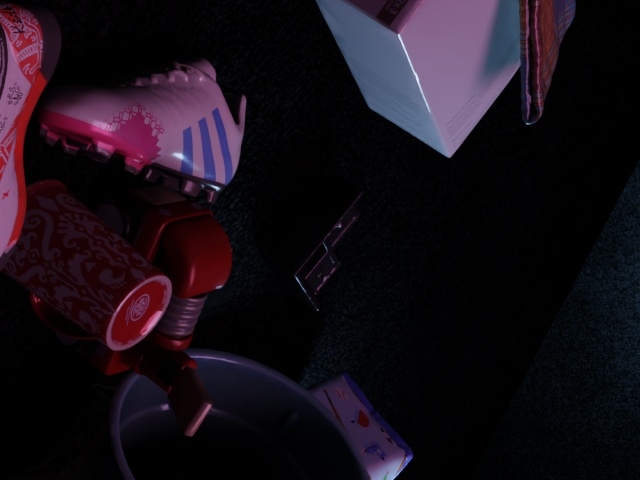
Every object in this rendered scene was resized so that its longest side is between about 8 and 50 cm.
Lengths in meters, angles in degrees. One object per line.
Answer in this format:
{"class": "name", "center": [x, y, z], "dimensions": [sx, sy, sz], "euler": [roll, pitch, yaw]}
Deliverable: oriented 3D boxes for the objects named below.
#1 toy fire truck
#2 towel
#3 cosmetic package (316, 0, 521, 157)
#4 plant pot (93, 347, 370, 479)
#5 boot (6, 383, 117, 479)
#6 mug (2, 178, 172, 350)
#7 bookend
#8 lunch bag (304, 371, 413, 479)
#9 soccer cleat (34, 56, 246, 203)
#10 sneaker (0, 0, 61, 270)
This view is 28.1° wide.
{"class": "toy fire truck", "center": [-0.168, 0.085, 1.418], "dimensions": [0.158, 0.246, 0.217], "euler": [-14, 135, -58]}
{"class": "towel", "center": [0.307, -0.353, 1.724], "dimensions": [0.370, 0.040, 0.271], "euler": [-64, 151, -55]}
{"class": "cosmetic package", "center": [0.140, -0.289, 1.631], "dimensions": [0.217, 0.156, 0.385], "euler": [-52, 156, -8]}
{"class": "plant pot", "center": [-0.160, 0.371, 1.579], "dimensions": [0.341, 0.341, 0.334], "euler": [-21, 148, -53]}
{"class": "boot", "center": [-0.311, 0.264, 1.607], "dimensions": [0.165, 0.077, 0.213], "euler": [-59, 162, 12]}
{"class": "mug", "center": [-0.239, 0.036, 1.313], "dimensions": [0.113, 0.169, 0.150], "euler": [-47, 156, -19]}
{"class": "bookend", "center": [0.000, 0.000, 1.855], "dimensions": [0.156, 0.072, 0.157], "euler": [-51, 157, -11]}
{"class": "lunch bag", "center": [-0.080, 0.443, 2.119], "dimensions": [0.385, 0.239, 0.328], "euler": [-47, 162, 25]}
{"class": "soccer cleat", "center": [-0.176, -0.136, 1.308], "dimensions": [0.331, 0.116, 0.143], "euler": [21, 87, -69]}
{"class": "sneaker", "center": [-0.319, -0.078, 1.100], "dimensions": [0.145, 0.090, 0.270], "euler": [-21, 135, -59]}
